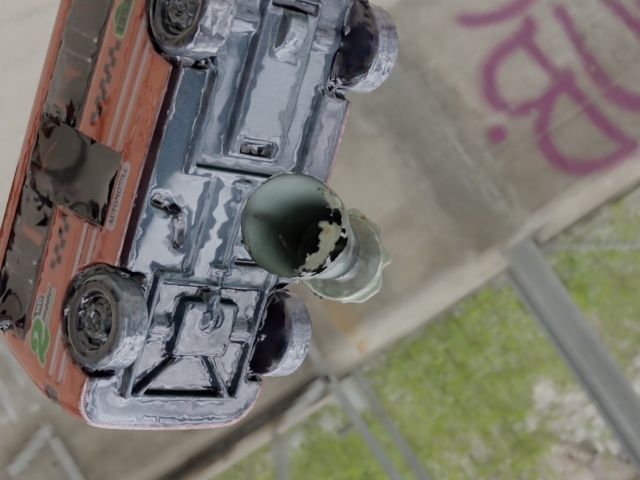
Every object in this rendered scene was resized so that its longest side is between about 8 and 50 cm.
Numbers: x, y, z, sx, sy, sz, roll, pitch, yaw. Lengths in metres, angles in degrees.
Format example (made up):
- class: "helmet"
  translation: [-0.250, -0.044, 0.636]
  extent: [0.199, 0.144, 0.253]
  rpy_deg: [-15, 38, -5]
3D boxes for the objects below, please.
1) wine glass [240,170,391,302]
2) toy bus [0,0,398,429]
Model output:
- class: "wine glass"
  translation: [0.000, 0.000, 1.049]
  extent: [0.072, 0.072, 0.155]
  rpy_deg: [-35, 165, 6]
- class: "toy bus"
  translation: [-0.115, -0.077, 1.232]
  extent: [0.203, 0.233, 0.426]
  rpy_deg: [7, 104, -44]
